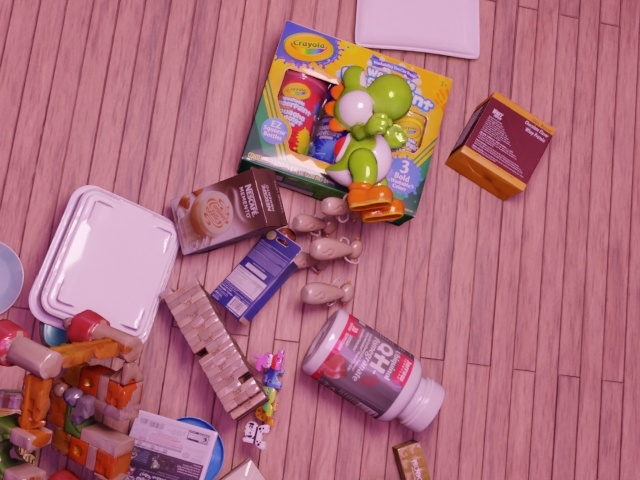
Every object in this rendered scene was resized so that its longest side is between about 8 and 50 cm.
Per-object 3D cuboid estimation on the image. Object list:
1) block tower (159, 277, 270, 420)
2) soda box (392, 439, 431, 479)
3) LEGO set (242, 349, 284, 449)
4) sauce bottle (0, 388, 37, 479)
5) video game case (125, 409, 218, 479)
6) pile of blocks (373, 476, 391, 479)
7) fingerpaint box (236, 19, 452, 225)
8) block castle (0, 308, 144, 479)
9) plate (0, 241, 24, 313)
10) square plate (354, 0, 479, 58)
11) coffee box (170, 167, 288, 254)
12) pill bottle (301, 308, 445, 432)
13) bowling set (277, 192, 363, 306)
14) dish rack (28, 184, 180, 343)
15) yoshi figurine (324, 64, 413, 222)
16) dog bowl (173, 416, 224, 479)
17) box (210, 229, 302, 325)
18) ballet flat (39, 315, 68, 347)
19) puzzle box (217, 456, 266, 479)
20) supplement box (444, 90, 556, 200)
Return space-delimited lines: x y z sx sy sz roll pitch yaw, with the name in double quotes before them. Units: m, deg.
"block tower" -0.242 0.242 1.720 0.097 0.091 0.336 -33 74 -5
"soda box" 0.231 0.582 1.816 0.061 0.058 0.182 -15 84 -11
"LEGO set" -0.148 0.369 1.767 0.093 0.087 0.227 9 76 8
"sauce bottle" -0.681 0.504 1.640 0.111 0.111 0.345 5 82 -9
"video game case" -0.342 0.484 1.656 0.190 0.022 0.173 15 70 4
"pile of blocks" 0.167 0.741 1.766 0.112 0.148 0.363 8 86 -42
"fingerpaint box" 0.061 -0.285 1.864 0.444 0.163 0.371 19 79 -7
"block castle" -0.552 0.376 1.512 0.212 0.303 0.454 15 99 28
"plate" -0.781 0.088 1.729 0.188 0.024 0.188 2 80 -10
"square plate" 0.261 -0.663 2.017 0.343 0.049 0.348 3 81 -9
"coffee box" -0.215 -0.066 1.750 0.246 0.098 0.141 -18 84 27
"pill bottle" 0.129 0.317 1.778 0.318 0.176 0.176 33 77 -4
"bowling set" 0.000 0.000 1.825 0.154 0.199 0.287 1 111 -40
"dish rack" -0.471 0.059 1.703 0.285 0.072 0.333 26 69 -27
"yoshi figurine" 0.138 -0.237 1.695 0.202 0.203 0.363 4 71 -29
"dog bowl" -0.359 0.527 1.711 0.297 0.074 0.166 -36 88 -14
"box" -0.146 0.083 1.787 0.225 0.136 0.036 -49 136 -8
"ballet flat" -0.577 0.116 1.726 0.095 0.096 0.281 27 69 -30
"puzzle box" -0.152 0.732 1.666 0.272 0.052 0.409 -34 91 -13
"supplement box" 0.466 -0.243 1.948 0.191 0.129 0.194 31 78 -4
